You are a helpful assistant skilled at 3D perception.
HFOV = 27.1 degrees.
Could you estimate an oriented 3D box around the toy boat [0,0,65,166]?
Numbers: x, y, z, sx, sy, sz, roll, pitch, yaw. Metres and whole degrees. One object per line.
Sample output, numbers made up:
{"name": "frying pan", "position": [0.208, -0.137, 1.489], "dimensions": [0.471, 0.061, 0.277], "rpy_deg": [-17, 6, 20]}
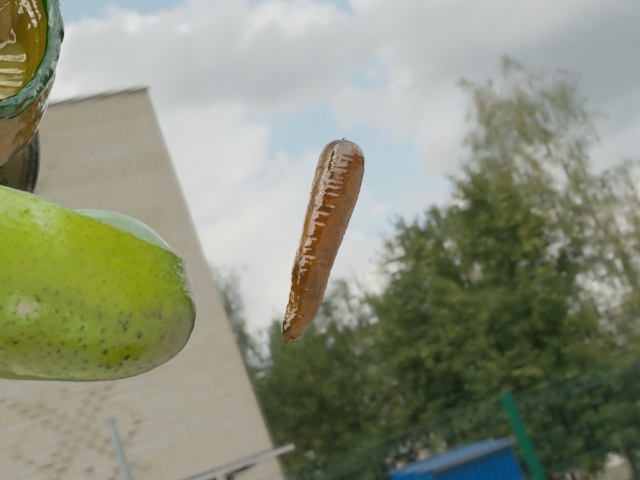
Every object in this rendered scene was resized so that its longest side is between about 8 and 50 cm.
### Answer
{"name": "toy boat", "position": [-0.206, -0.116, 0.812], "dimensions": [0.089, 0.229, 0.088], "rpy_deg": [6, -52, 2]}

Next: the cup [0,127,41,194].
{"name": "cup", "position": [-0.528, -0.161, 1.780], "dimensions": [0.257, 0.227, 0.301], "rpy_deg": [-13, -40, -38]}

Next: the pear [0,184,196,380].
{"name": "pear", "position": [-0.314, 0.074, 1.667], "dimensions": [0.318, 0.238, 0.342], "rpy_deg": [15, -10, -2]}

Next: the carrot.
{"name": "carrot", "position": [0.000, 0.000, 1.508], "dimensions": [0.059, 0.248, 0.059], "rpy_deg": [15, -9, 2]}
